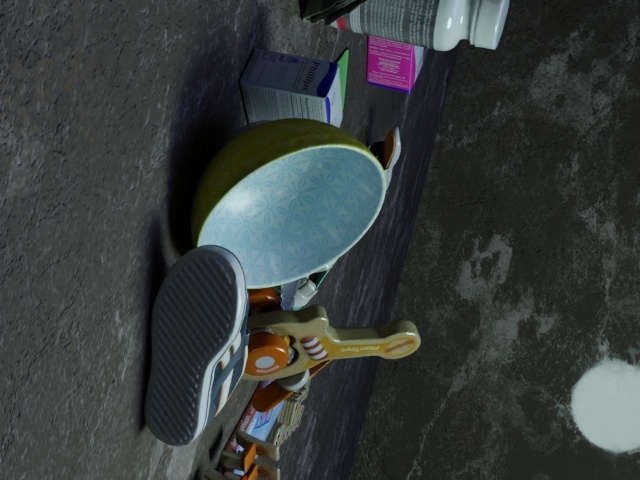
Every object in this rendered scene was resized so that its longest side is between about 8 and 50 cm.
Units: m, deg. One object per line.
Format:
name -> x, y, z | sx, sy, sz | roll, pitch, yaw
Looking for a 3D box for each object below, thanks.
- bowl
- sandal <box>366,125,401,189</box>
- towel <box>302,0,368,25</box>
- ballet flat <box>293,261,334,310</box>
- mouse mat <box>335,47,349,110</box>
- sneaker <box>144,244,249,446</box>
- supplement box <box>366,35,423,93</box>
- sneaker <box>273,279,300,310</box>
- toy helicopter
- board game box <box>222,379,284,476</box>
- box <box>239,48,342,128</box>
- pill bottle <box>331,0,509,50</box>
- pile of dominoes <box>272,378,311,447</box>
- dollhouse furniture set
bowl -> -0.068, -0.081, 1.351 | 0.289, 0.289, 0.156 | 86, -21, -54
sandal -> 0.144, -0.211, 2.357 | 0.265, 0.076, 0.102 | 104, -16, -65
towel -> 0.083, -0.508, 1.490 | 0.312, 0.056, 0.324 | 6, -102, 67
ballet flat -> -0.024, 0.057, 1.804 | 0.247, 0.083, 0.087 | -57, -155, -9
mouse mat -> 0.025, -0.296, 1.923 | 0.190, 0.007, 0.152 | -61, 160, -52
sneaker -> -0.165, 0.130, 1.313 | 0.127, 0.126, 0.321 | -44, 157, -59
supplement box -> 0.175, -0.464, 2.145 | 0.220, 0.114, 0.111 | 90, 19, -50
sneaker -> -0.093, 0.091, 1.699 | 0.132, 0.086, 0.229 | 52, 47, -63
toy helicopter -> 0.001, 0.195, 1.641 | 0.235, 0.355, 0.140 | 102, -20, -45
board game box -> -0.134, 0.381, 1.920 | 0.281, 0.027, 0.145 | -60, 160, -49
box -> -0.041, -0.215, 1.428 | 0.126, 0.137, 0.072 | 83, 24, -58
pill bottle -> 0.180, -0.448, 1.717 | 0.176, 0.318, 0.176 | 15, 90, -77
pile of dominoes -> -0.050, 0.395, 2.266 | 0.251, 0.040, 0.196 | -19, 122, -74
dollhouse furniture set -> -0.151, 0.523, 1.694 | 0.259, 0.135, 0.262 | 91, 24, -44
